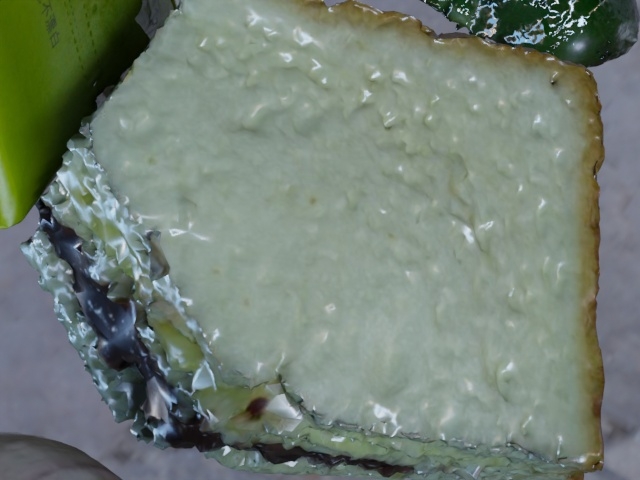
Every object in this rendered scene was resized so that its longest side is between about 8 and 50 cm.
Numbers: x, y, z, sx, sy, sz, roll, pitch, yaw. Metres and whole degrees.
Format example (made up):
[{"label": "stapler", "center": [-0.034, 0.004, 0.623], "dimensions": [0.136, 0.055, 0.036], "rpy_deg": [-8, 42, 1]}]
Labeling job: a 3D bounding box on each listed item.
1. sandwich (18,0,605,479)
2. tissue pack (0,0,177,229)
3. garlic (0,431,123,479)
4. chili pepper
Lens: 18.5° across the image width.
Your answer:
[{"label": "sandwich", "center": [0.000, -0.001, 1.088], "dimensions": [0.325, 0.262, 0.131], "rpy_deg": [12, 156, -24]}, {"label": "tissue pack", "center": [-0.203, -0.179, 1.043], "dimensions": [0.167, 0.200, 0.275], "rpy_deg": [14, 140, 21]}, {"label": "garlic", "center": [-0.135, 0.222, 0.833], "dimensions": [0.317, 0.259, 0.317], "rpy_deg": [5, 99, 37]}, {"label": "chili pepper", "center": [0.165, -0.247, 1.729], "dimensions": [0.264, 0.148, 0.116], "rpy_deg": [29, 132, 8]}]
